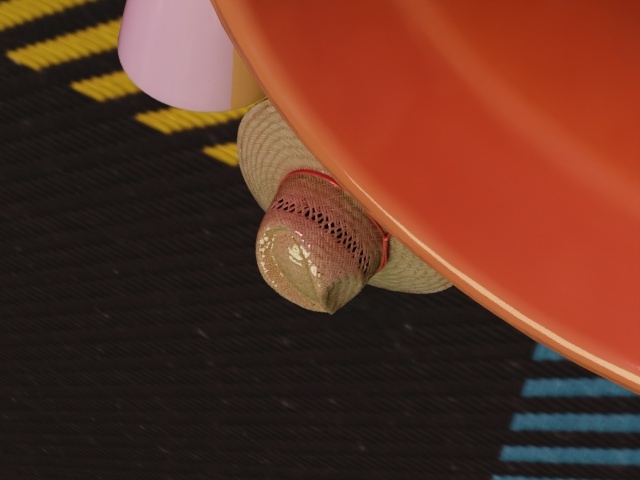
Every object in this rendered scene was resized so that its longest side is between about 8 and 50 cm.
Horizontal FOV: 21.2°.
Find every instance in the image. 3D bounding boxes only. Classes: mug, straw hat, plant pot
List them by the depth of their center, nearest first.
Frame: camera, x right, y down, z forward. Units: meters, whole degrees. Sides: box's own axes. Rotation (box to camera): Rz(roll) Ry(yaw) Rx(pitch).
[{"bbox_3d":[0.137,-0.108,0.419,0.291,0.203,0.291,25,149,16],"label":"plant pot"},{"bbox_3d":[-0.031,-0.091,0.594,0.062,0.078,0.064,54,152,31],"label":"mug"},{"bbox_3d":[0.000,0.000,0.859,0.144,0.061,0.144,24,149,16],"label":"straw hat"}]
